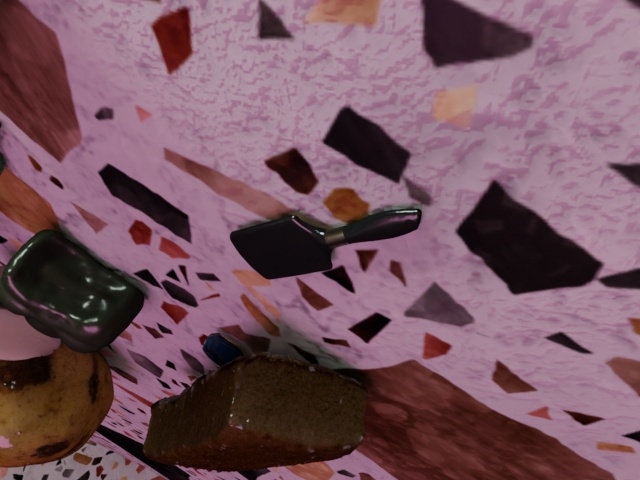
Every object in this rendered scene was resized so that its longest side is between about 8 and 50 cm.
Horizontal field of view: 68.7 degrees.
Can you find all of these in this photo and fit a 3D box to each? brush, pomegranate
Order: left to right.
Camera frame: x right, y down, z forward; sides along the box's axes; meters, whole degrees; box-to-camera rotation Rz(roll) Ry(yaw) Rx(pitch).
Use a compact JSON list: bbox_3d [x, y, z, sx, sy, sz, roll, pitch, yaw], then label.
[{"bbox_3d":[-0.543,0.288,0.883,0.281,0.281,0.281,18,142,15],"label":"pomegranate"},{"bbox_3d":[0.000,0.000,0.386,0.193,0.016,0.063,-11,128,42],"label":"brush"}]

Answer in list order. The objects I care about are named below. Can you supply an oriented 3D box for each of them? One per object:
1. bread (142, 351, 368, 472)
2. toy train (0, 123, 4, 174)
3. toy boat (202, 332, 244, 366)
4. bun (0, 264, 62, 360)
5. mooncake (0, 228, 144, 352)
[{"bbox_3d":[-0.117,0.251,0.651,0.165,0.113,0.416,19,147,-25],"label":"bread"},{"bbox_3d":[-0.382,-0.108,0.490,0.081,0.050,0.122,34,143,-13],"label":"toy train"},{"bbox_3d":[-0.128,0.157,0.641,0.038,0.038,0.083,-7,134,39],"label":"toy boat"},{"bbox_3d":[-0.494,0.106,0.752,0.172,0.120,0.173,-8,136,-8],"label":"bun"},{"bbox_3d":[-0.327,0.071,0.620,0.175,0.104,0.168,16,136,12],"label":"mooncake"}]
